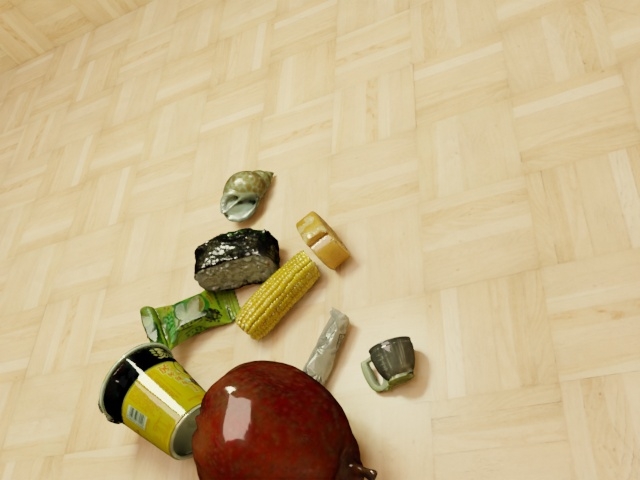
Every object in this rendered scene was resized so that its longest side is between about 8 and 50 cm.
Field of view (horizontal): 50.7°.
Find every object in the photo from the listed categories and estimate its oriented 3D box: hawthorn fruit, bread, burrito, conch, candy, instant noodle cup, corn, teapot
[{"bbox_3d":[-0.086,0.378,1.299,0.324,0.308,0.308,4,49,-15],"label":"hawthorn fruit"},{"bbox_3d":[0.000,0.000,1.637,0.073,0.122,0.149,-40,45,6],"label":"bread"},{"bbox_3d":[0.010,0.246,1.498,0.064,0.064,0.203,7,61,36],"label":"burrito"},{"bbox_3d":[-0.215,-0.130,1.888,0.116,0.106,0.173,11,83,17],"label":"conch"},{"bbox_3d":[-0.326,0.194,1.730,0.246,0.069,0.149,-23,54,-10],"label":"candy"},{"bbox_3d":[-0.359,0.379,1.553,0.236,0.215,0.215,28,76,35],"label":"instant noodle cup"},{"bbox_3d":[-0.102,0.131,1.628,0.244,0.093,0.093,-48,46,-6],"label":"corn"},{"bbox_3d":[0.149,0.259,1.396,0.092,0.124,0.091,-6,62,-21],"label":"teapot"}]

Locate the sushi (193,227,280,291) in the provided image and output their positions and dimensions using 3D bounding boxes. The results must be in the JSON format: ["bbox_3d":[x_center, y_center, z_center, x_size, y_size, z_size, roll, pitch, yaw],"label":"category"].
[{"bbox_3d":[-0.216,0.045,1.729,0.225,0.124,0.127,-13,48,9],"label":"sushi"}]

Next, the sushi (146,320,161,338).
[{"bbox_3d":[-0.413,0.243,1.780,0.120,0.052,0.055,6,47,31],"label":"sushi"}]
